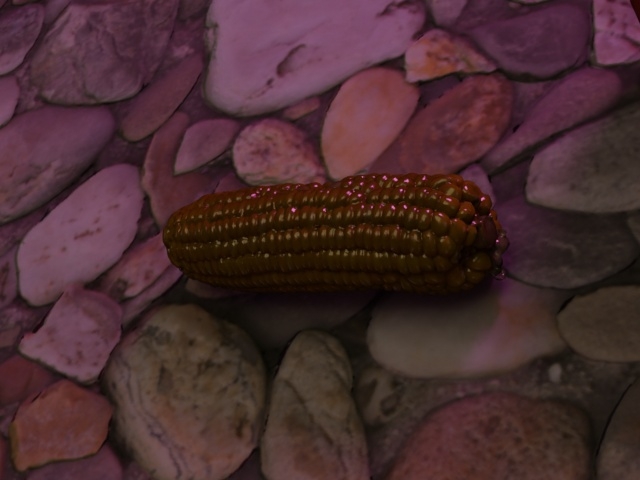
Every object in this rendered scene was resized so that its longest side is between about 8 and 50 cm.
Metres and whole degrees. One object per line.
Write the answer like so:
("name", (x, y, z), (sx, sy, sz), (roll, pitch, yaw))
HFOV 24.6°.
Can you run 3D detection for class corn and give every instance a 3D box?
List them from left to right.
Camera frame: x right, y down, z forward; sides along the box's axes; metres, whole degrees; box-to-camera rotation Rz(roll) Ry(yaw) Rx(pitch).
("corn", (-0.002, -0.001, 1.192), (0.313, 0.102, 0.102), (-4, 56, 31))

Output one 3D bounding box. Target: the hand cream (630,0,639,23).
("hand cream", (0.299, -0.196, 1.063), (0.149, 0.230, 0.230), (-23, 49, 20))
